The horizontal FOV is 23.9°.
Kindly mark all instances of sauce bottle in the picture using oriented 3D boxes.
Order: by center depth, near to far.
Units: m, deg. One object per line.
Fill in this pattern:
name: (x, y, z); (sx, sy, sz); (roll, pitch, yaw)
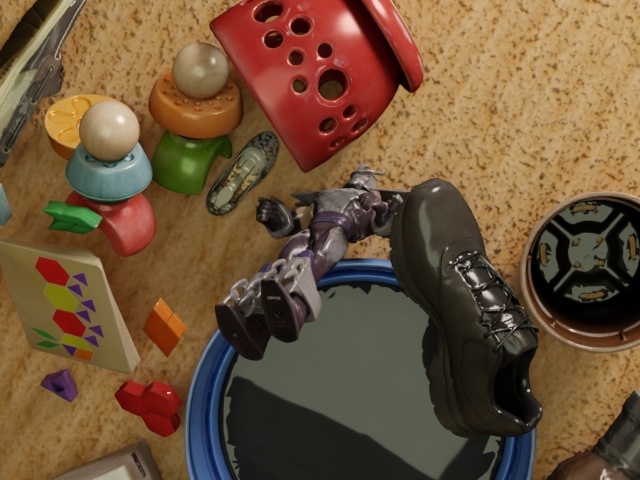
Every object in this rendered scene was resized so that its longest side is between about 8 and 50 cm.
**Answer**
sauce bottle: (0.275, 0.322, 1.675); (0.111, 0.111, 0.344); (37, 97, -1)

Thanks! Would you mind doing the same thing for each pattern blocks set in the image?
pattern blocks set: (-0.272, 0.070, 1.631); (0.285, 0.026, 0.325); (18, 139, 15)

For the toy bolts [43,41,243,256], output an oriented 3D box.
toy bolts: (-0.209, -0.122, 1.584); (0.218, 0.228, 0.158); (19, 133, 11)

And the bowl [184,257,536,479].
bowl: (0.044, 0.211, 1.696); (0.391, 0.077, 0.391); (1, 97, 5)

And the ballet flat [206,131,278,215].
ballet flat: (-0.087, -0.072, 1.690); (0.041, 0.041, 0.114); (39, 98, -1)

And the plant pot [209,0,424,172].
plant pot: (0.002, -0.194, 1.598); (0.174, 0.191, 0.191); (-33, 93, -1)

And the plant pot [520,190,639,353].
plant pot: (0.291, 0.023, 1.608); (0.167, 0.165, 0.167); (0, 97, 4)

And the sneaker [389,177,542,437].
sneaker: (0.163, 0.071, 1.549); (0.109, 0.130, 0.286); (-27, 106, -29)

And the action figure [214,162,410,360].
action figure: (0.000, 0.000, 1.592); (0.185, 0.285, 0.099); (-11, 119, 37)

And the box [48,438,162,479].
box: (-0.251, 0.350, 1.715); (0.182, 0.119, 0.181); (-24, 95, 7)

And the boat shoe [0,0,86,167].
boat shoe: (-0.322, -0.183, 1.682); (0.073, 0.080, 0.223); (36, 86, -29)
